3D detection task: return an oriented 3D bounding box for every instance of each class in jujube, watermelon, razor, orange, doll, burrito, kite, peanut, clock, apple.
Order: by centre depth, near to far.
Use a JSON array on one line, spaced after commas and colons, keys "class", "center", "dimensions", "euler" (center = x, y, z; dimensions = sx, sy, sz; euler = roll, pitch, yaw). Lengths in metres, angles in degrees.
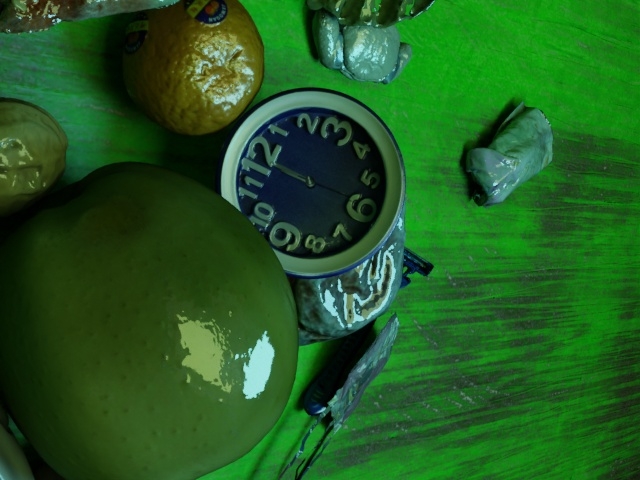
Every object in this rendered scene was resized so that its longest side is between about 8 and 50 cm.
[{"class": "peanut", "center": [-0.371, -0.080, 1.136], "dimensions": [0.290, 0.130, 0.130], "euler": [-10, 107, -49]}, {"class": "watermelon", "center": [-0.284, -0.288, 1.170], "dimensions": [0.256, 0.193, 0.140], "euler": [-30, 123, -28]}, {"class": "apple", "center": [-0.195, 0.087, 1.238], "dimensions": [0.357, 0.357, 0.358], "euler": [-19, 114, -49]}, {"class": "orange", "center": [-0.153, -0.215, 1.357], "dimensions": [0.177, 0.155, 0.178], "euler": [0, 90, -40]}, {"class": "clock", "center": [-0.013, -0.069, 1.391], "dimensions": [0.083, 0.230, 0.231], "euler": [-135, -123, -87]}, {"class": "jujube", "center": [-0.003, -0.002, 1.560], "dimensions": [0.246, 0.215, 0.308], "euler": [4, 102, -42]}, {"class": "doll", "center": [0.065, -0.288, 1.686], "dimensions": [0.214, 0.071, 0.104], "euler": [8, 92, -48]}, {"class": "kite", "center": [0.029, 0.269, 1.793], "dimensions": [0.360, 0.022, 0.204], "euler": [-53, 162, -25]}, {"class": "razor", "center": [0.064, 0.149, 1.831], "dimensions": [0.324, 0.093, 0.056], "euler": [-57, 174, -20]}, {"class": "burrito", "center": [0.352, -0.148, 2.091], "dimensions": [0.229, 0.089, 0.144], "euler": [-43, 129, -40]}]

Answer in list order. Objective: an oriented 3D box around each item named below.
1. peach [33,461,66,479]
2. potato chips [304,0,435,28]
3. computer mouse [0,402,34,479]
[{"class": "peach", "center": [-0.265, 0.331, 1.340], "dimensions": [0.184, 0.184, 0.184], "euler": [-19, 114, -49]}, {"class": "potato chips", "center": [0.071, -0.514, 1.598], "dimensions": [0.373, 0.097, 0.389], "euler": [45, 65, -30]}, {"class": "computer mouse", "center": [-0.358, 0.269, 1.200], "dimensions": [0.121, 0.184, 0.297], "euler": [-6, 108, -19]}]
